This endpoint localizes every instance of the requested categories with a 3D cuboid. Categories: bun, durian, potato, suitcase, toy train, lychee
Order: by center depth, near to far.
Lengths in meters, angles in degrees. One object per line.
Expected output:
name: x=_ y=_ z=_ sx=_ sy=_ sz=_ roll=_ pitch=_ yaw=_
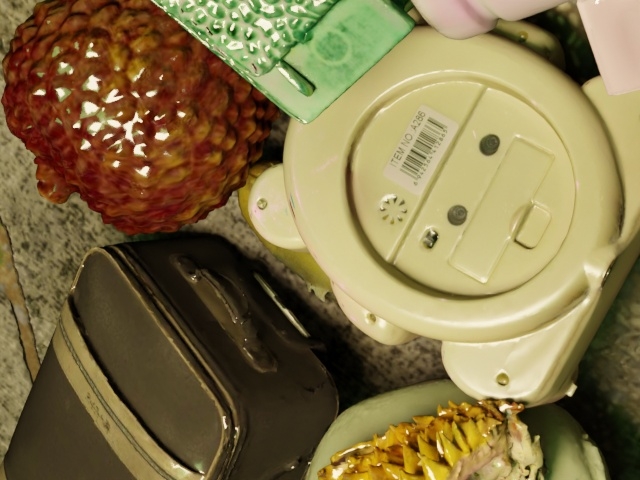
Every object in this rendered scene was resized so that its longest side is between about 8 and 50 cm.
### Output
toy train: x=-0.038 y=-0.241 z=1.062 sx=0.266 sy=0.202 sz=0.145 roll=38 pitch=130 yaw=-15
durian: x=0.066 y=0.266 z=1.151 sx=0.196 sy=0.185 sz=0.305 roll=13 pitch=132 yaw=33
lychee: x=-0.143 y=-0.132 z=1.212 sx=0.236 sy=0.236 sz=0.271 roll=40 pitch=93 yaw=4
bun: x=0.132 y=0.232 z=1.274 sx=0.293 sy=0.187 sz=0.293 roll=7 pitch=120 yaw=12
potato: x=0.000 y=0.000 z=1.278 sx=0.188 sy=0.085 sz=0.105 roll=41 pitch=158 yaw=6
suitcase: x=-0.168 y=0.210 z=1.368 sx=0.283 sy=0.194 sz=0.434 roll=49 pitch=126 yaw=33

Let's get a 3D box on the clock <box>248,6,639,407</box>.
clock: x=0.114 y=-0.043 z=1.147 sx=0.309 sy=0.114 sz=0.284 roll=31 pitch=98 yaw=23

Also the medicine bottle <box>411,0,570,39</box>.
medicine bottle: x=0.202 y=-0.283 z=0.964 sx=0.325 sy=0.212 sz=0.212 roll=-18 pitch=104 yaw=23

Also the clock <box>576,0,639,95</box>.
clock: x=0.311 y=-0.164 z=0.953 sx=0.290 sy=0.275 sz=0.080 roll=-14 pitch=110 yaw=33
